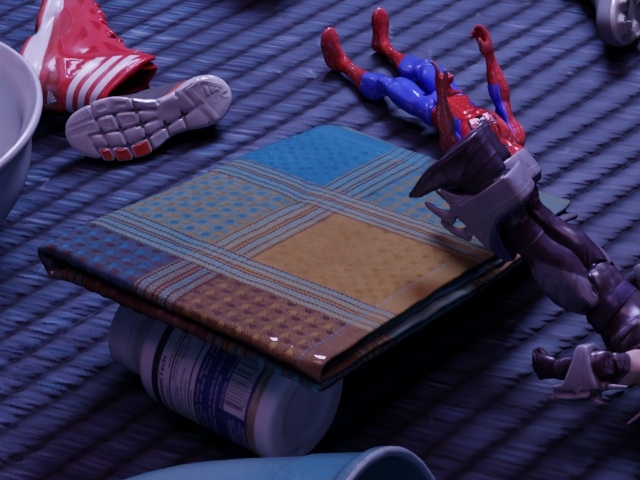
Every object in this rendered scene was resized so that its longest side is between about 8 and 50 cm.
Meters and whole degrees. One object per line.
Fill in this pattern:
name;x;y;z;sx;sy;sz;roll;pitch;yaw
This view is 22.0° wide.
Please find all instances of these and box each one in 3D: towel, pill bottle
towel;0.000;0.000;1.298;0.271;0.040;0.370;21;29;30
pill bottle;-0.075;0.093;1.231;0.169;0.094;0.094;24;48;32

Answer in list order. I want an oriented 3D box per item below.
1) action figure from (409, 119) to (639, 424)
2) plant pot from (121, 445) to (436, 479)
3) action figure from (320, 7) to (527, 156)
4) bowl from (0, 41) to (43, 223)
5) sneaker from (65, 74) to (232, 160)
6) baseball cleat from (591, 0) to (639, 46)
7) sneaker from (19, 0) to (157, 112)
action figure;0.197;0.034;1.214;0.285;0.099;0.185;45;32;7
plant pot;-0.079;0.250;0.927;0.255;0.272;0.272;-2;38;23
action figure;0.101;-0.155;1.484;0.091;0.139;0.280;-26;45;-20
bowl;-0.377;-0.052;1.421;0.297;0.134;0.298;-4;38;3
sneaker;-0.162;-0.115;1.544;0.157;0.061;0.065;-14;13;-10
baseball cleat;0.278;-0.249;1.636;0.109;0.072;0.206;-4;32;26
sneaker;-0.220;-0.186;1.627;0.128;0.087;0.221;12;42;-3
